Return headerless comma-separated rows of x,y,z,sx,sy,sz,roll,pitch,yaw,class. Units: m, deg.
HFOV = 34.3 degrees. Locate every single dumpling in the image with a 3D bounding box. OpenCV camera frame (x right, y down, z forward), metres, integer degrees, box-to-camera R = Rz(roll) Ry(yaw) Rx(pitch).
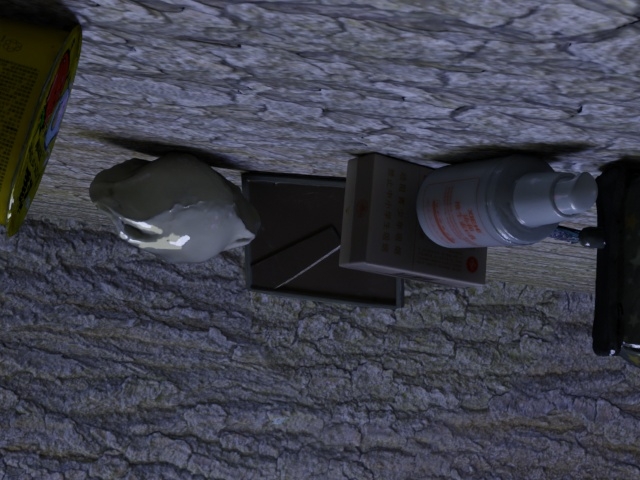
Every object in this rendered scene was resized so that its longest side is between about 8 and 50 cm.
-0.207,-0.059,1.457,0.258,0.147,0.193,-2,-137,-40,dumpling

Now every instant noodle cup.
-0.287,-0.110,0.827,0.144,0.182,0.182,19,173,-9,instant noodle cup

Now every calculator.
0.356,-0.018,1.656,0.172,0.018,0.057,12,172,-29,calculator

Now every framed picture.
0.000,0.000,1.504,0.260,0.188,0.023,5,-163,27,framed picture

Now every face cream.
0.207,-0.042,1.122,0.101,0.101,0.252,10,175,-24,face cream

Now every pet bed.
0.358,0.034,1.100,0.159,0.210,0.183,3,176,30,pet bed

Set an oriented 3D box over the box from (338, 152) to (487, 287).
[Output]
0.121,-0.020,1.293,0.201,0.141,0.058,10,170,-35,box
